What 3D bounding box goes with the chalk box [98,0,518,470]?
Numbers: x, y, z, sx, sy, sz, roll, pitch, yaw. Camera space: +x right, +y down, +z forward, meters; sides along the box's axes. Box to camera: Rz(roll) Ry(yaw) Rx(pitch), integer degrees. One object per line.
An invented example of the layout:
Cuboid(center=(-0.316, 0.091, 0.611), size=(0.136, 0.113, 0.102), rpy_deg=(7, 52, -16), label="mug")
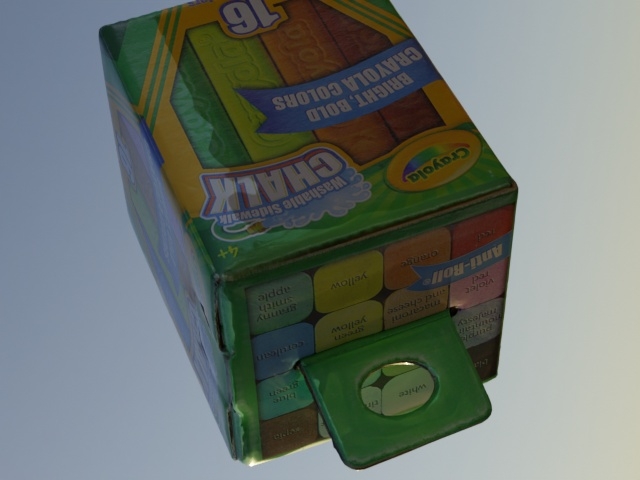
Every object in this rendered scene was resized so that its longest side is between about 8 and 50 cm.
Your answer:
Cuboid(center=(0.000, 0.000, 0.643), size=(0.132, 0.132, 0.213), rpy_deg=(88, 158, -47), label="chalk box")
